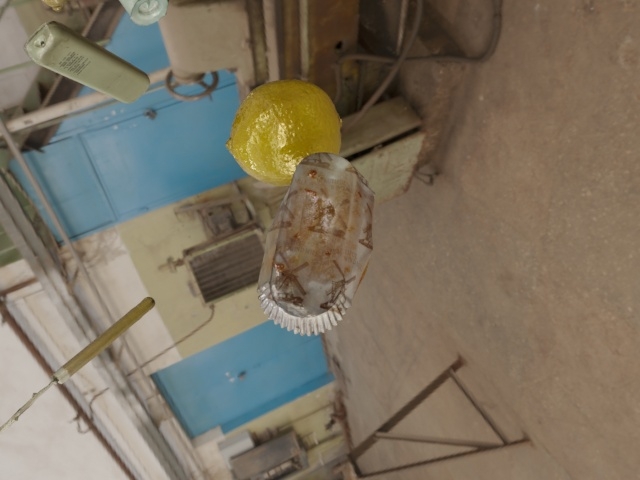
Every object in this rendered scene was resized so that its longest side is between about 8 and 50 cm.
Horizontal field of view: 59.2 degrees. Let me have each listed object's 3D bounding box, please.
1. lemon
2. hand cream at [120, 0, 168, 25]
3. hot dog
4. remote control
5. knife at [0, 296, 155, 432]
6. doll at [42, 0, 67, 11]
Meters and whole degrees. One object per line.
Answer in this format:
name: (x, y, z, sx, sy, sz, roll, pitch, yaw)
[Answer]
lemon: (-0.061, -0.180, 0.948, 0.178, 0.203, 0.178, 167, 90, -78)
hand cream: (-0.284, -0.411, 0.698, 0.331, 0.058, 0.085, 60, 151, 11)
hot dog: (0.000, 0.000, 0.774, 0.075, 0.144, 0.267, 101, -175, -62)
remote control: (-0.451, -0.345, 1.129, 0.038, 0.090, 0.309, 53, -168, 13)
knife: (-0.296, 0.161, 0.614, 0.017, 0.298, 0.047, 52, 151, -10)
doll: (-0.443, -0.436, 0.962, 0.093, 0.051, 0.061, -10, 147, 45)
